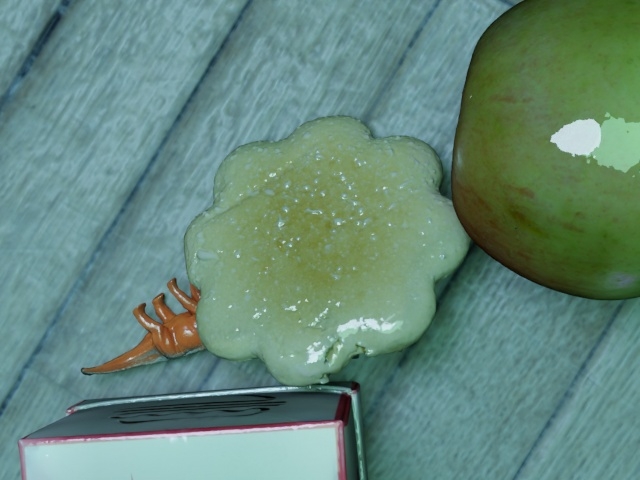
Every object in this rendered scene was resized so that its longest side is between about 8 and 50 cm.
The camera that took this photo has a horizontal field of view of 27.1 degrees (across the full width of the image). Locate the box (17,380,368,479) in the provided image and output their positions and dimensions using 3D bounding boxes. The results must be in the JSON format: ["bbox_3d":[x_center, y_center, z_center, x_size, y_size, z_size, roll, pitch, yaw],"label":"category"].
[{"bbox_3d":[-0.106,0.311,1.298,0.314,0.300,0.312,-4,90,3],"label":"box"}]

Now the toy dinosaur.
[{"bbox_3d":[-0.127,0.079,1.429,0.279,0.055,0.101,-28,97,1],"label":"toy dinosaur"}]

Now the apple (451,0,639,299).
[{"bbox_3d":[0.267,-0.103,1.282,0.277,0.319,0.319,18,90,3],"label":"apple"}]

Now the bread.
[{"bbox_3d":[0.000,0.000,1.359,0.316,0.054,0.316,-7,61,12],"label":"bread"}]

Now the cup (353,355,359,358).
[{"bbox_3d":[0.038,0.075,1.406,0.078,0.077,0.100,5,89,3],"label":"cup"}]
